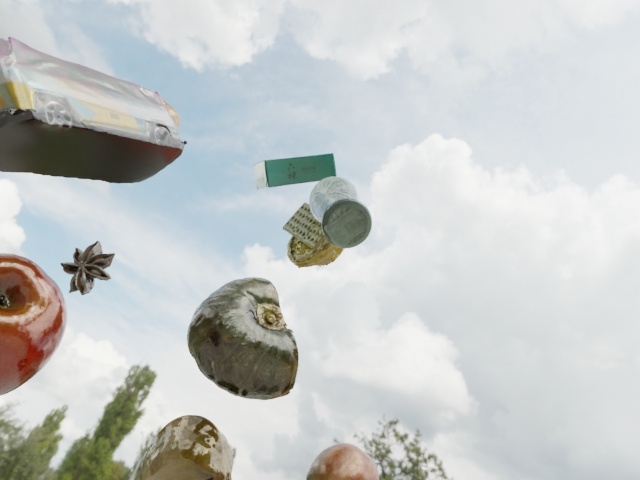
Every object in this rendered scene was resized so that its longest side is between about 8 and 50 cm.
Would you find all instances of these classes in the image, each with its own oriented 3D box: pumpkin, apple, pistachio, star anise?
[{"bbox_3d":[-0.214,0.247,1.135,0.232,0.325,0.242,2,-52,-27],"label":"pumpkin"},{"bbox_3d":[-0.529,0.132,0.731,0.218,0.218,0.201,39,-60,-21],"label":"apple"},{"bbox_3d":[0.062,0.646,1.233,0.188,0.174,0.188,25,-49,33],"label":"apple"},{"bbox_3d":[-0.334,0.540,1.096,0.260,0.212,0.163,-27,-22,13],"label":"pistachio"},{"bbox_3d":[-0.829,0.094,1.654,0.197,0.212,0.073,-31,-31,-5],"label":"star anise"}]

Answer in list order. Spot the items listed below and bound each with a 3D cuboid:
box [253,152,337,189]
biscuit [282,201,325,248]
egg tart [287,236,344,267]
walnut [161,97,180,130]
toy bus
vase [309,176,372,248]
[{"bbox_3d":[-0.087,-0.233,1.546,0.153,0.245,0.092,-173,-106,-67],"label":"box"},{"bbox_3d":[-0.039,-0.055,1.609,0.016,0.139,0.231,46,-8,-38],"label":"biscuit"},{"bbox_3d":[0.000,0.000,1.678,0.288,0.288,0.118,-19,-47,36],"label":"egg tart"},{"bbox_3d":[-0.479,-0.315,1.311,0.144,0.144,0.180,36,-63,-18],"label":"walnut"},{"bbox_3d":[-0.441,-0.217,0.822,0.171,0.386,0.162,-28,-98,21],"label":"toy bus"},{"bbox_3d":[0.033,-0.048,0.768,0.096,0.219,0.096,-1,-76,-3],"label":"vase"}]
